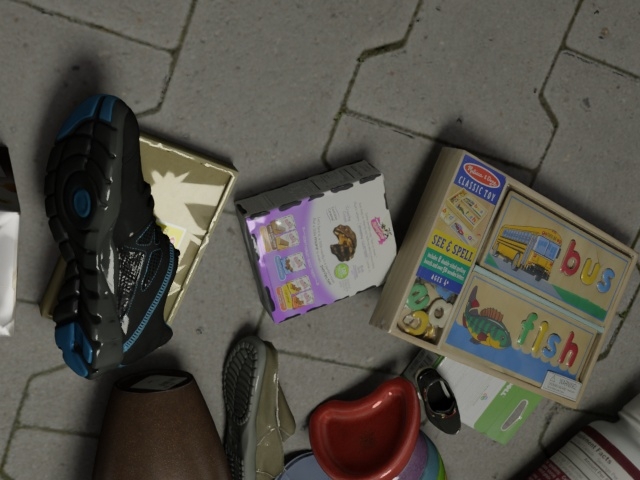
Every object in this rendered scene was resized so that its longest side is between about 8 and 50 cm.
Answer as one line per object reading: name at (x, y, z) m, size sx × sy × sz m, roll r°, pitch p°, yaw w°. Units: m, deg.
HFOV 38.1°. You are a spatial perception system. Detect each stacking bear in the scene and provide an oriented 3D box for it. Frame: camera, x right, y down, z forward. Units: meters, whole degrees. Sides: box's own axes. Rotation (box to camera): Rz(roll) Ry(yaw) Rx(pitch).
stacking bear at (0.125, 0.370, 1.419) m, size 0.175 × 0.164 × 0.289 m, roll -22°, pitch 130°, yaw 15°

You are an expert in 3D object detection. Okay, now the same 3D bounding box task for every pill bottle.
pill bottle at (0.460, 0.442, 1.535) m, size 0.392 × 0.224 × 0.224 m, roll -41°, pitch 119°, yaw -1°

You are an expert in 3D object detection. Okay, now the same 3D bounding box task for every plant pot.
plant pot at (-0.214, 0.298, 1.248) m, size 0.215 × 0.215 × 0.231 m, roll -5°, pitch 99°, yaw -19°

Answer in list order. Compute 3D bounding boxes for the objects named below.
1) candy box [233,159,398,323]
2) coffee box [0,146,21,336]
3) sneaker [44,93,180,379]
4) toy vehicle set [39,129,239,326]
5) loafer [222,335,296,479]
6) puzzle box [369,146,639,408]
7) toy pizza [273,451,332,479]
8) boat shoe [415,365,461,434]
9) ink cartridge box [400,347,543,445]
candy box at (0.000, 0.000, 1.267) m, size 0.196 × 0.070 × 0.165 m, roll -19°, pitch 116°, yaw -12°
coffee box at (-0.387, -0.010, 1.014) m, size 0.098 × 0.246 × 0.141 m, roll 2°, pitch 111°, yaw -23°
sneaker at (-0.246, -0.009, 1.122) m, size 0.139 × 0.125 × 0.341 m, roll -12°, pitch 115°, yaw -45°
toy vehicle set at (-0.234, -0.001, 1.196) m, size 0.166 × 0.035 × 0.267 m, roll 20°, pitch 103°, yaw -27°
loafer at (-0.085, 0.246, 1.333) m, size 0.087 × 0.094 × 0.251 m, roll -9°, pitch 119°, yaw -30°
puzzle box at (0.284, 0.066, 1.361) m, size 0.408 × 0.052 × 0.272 m, roll 24°, pitch 87°, yaw -32°
toy pizza at (-0.008, 0.425, 1.413) m, size 0.201 × 0.032 × 0.201 m, roll 12°, pitch 70°, yaw -36°
boat shoe at (0.180, 0.246, 1.382) m, size 0.049 × 0.042 × 0.133 m, roll -30°, pitch 121°, yaw -7°
ink cartridge box at (0.239, 0.228, 1.454) m, size 0.209 × 0.062 × 0.109 m, roll 32°, pitch 98°, yaw -28°
